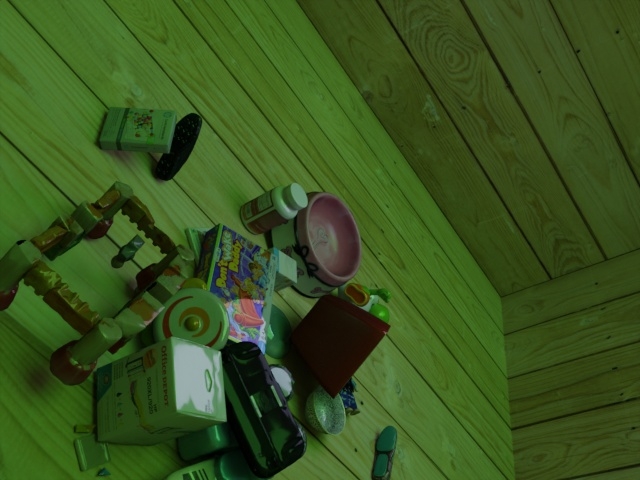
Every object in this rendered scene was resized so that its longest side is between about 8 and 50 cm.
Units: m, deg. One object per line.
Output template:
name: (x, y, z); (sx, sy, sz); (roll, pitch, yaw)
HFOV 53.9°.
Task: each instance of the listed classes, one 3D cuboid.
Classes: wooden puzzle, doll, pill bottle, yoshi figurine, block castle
wooden puzzle: (-0.488, 0.449, 1.345); (0.079, 0.014, 0.116); (8, 61, -53)
doll: (0.094, 0.525, 2.239); (0.129, 0.046, 0.188); (22, 43, -40)
pill bottle: (-0.155, -0.112, 2.141); (0.121, 0.216, 0.121); (40, 37, -39)
yoshi figurine: (0.180, 0.270, 2.445); (0.362, 0.204, 0.202); (15, 75, -69)
block castle: (-0.507, 0.086, 1.405); (0.303, 0.213, 0.453); (46, 25, -9)

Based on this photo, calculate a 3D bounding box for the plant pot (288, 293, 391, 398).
plant pot: (0.051, 0.319, 2.058); (0.236, 0.267, 0.267); (38, 3, 9)

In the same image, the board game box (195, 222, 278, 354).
board game box: (-0.254, 0.152, 1.847); (0.233, 0.078, 0.347); (32, 46, -32)

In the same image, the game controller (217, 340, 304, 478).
game controller: (-0.153, 0.397, 1.509); (0.166, 0.067, 0.319); (-12, 72, -55)

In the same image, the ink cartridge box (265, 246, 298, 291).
ink cartridge box: (-0.146, 0.102, 2.119); (0.143, 0.092, 0.089); (35, 40, -42)

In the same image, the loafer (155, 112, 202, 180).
loafer: (-0.415, -0.278, 1.856); (0.076, 0.223, 0.078); (32, 14, -3)

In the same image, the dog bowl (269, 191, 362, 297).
dog bowl: (0.000, 0.000, 2.325); (0.408, 0.150, 0.407); (26, 56, -47)

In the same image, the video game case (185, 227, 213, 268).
video game case: (-0.338, 0.035, 1.923); (0.143, 0.019, 0.157); (-2, 70, -60)

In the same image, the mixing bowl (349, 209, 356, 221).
mixing bowl: (0.081, -0.043, 2.602); (0.181, 0.098, 0.181); (47, 35, -49)

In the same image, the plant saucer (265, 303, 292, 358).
plant saucer: (-0.143, 0.285, 2.038); (0.195, 0.037, 0.194); (39, 38, -40)

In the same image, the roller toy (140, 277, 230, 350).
roller toy: (-0.324, 0.219, 1.583); (0.191, 0.146, 0.209); (41, 67, 1)

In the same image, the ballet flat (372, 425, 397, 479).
ballet flat: (0.236, 0.778, 2.266); (0.221, 0.077, 0.079); (-70, 147, -47)

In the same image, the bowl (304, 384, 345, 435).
bowl: (0.000, 0.551, 2.023); (0.170, 0.080, 0.170); (41, 36, -39)

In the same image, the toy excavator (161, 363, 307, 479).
toy excavator: (-0.260, 0.531, 1.506); (0.445, 0.222, 0.432); (6, 60, -44)

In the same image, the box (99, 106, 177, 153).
box: (-0.507, -0.309, 1.758); (0.038, 0.186, 0.145); (99, -6, -51)

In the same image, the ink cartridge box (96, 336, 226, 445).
ink cartridge box: (-0.354, 0.342, 1.405); (0.168, 0.233, 0.171); (32, 39, -53)
